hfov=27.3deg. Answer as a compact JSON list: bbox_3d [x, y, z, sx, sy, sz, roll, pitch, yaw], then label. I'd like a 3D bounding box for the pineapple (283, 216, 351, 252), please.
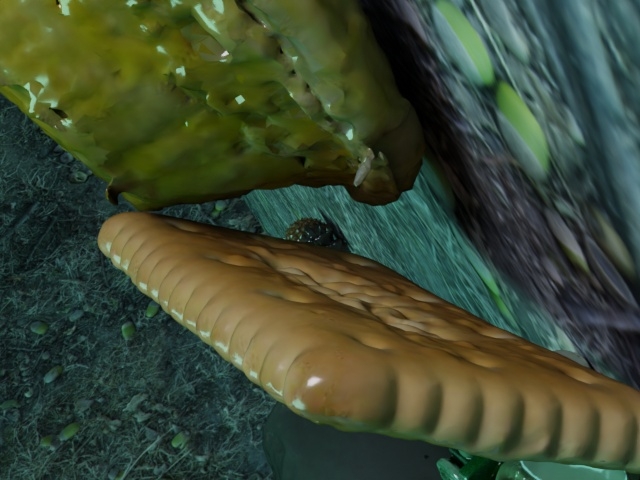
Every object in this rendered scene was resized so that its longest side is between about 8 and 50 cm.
[{"bbox_3d":[0.000,0.000,1.330,0.058,0.058,0.124,58,164,-7],"label":"pineapple"}]

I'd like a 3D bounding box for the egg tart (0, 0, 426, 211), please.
[{"bbox_3d":[-0.099,-0.119,0.576,0.341,0.132,0.341,43,-179,-1],"label":"egg tart"}]

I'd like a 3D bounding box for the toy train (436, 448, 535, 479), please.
[{"bbox_3d":[0.138,0.182,0.812,0.178,0.071,0.104,58,169,-31],"label":"toy train"}]

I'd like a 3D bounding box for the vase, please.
[{"bbox_3d":[0.079,0.251,1.165,0.245,0.245,0.291,61,-177,-49],"label":"vase"}]

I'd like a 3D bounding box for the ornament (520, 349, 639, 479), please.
[{"bbox_3d":[0.111,0.088,0.579,0.068,0.041,0.092,33,158,14],"label":"ornament"}]

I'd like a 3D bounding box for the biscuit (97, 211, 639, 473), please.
[{"bbox_3d":[0.015,0.033,0.527,0.160,0.030,0.249,13,-173,-26],"label":"biscuit"}]
